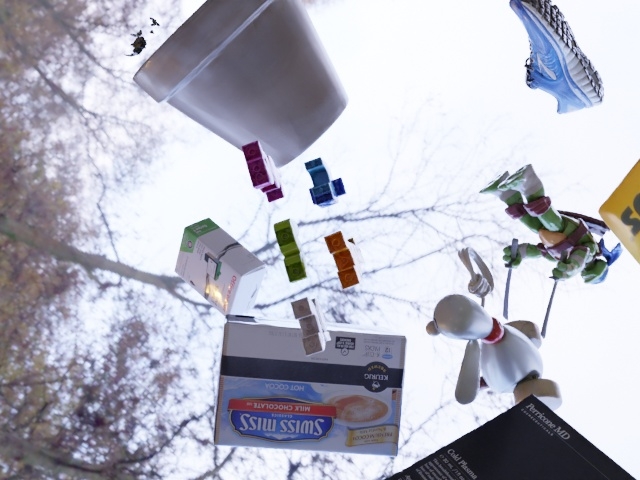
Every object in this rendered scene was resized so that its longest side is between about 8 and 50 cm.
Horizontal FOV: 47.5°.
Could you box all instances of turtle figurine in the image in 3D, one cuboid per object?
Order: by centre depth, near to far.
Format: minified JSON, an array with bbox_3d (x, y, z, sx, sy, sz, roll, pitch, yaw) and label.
[{"bbox_3d":[0.378,0.015,1.311,0.274,0.266,0.198,-35,-175,22],"label":"turtle figurine"}]

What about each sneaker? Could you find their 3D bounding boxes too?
[{"bbox_3d":[0.521,-0.424,1.691,0.147,0.330,0.130,-24,-158,37],"label":"sneaker"}]

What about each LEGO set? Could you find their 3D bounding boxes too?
[{"bbox_3d":[0.000,0.000,0.777,0.087,0.093,0.227,-19,-100,11],"label":"LEGO set"},{"bbox_3d":[-0.310,-0.352,1.279,0.083,0.023,0.054,-32,-122,14],"label":"LEGO set"}]

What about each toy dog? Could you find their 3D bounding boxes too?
[{"bbox_3d":[0.272,0.193,1.255,0.161,0.334,0.220,-31,-155,28],"label":"toy dog"}]

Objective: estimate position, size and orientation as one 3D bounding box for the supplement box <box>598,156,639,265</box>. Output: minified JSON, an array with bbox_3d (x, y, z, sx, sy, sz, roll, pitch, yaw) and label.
[{"bbox_3d":[0.446,-0.054,0.573,0.356,0.194,0.195,-18,-120,-24],"label":"supplement box"}]

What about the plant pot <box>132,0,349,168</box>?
[{"bbox_3d":[-0.110,-0.286,1.256,0.323,0.280,0.323,-39,-162,15],"label":"plant pot"}]

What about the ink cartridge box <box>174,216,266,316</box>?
[{"bbox_3d":[-0.260,0.072,1.868,0.219,0.160,0.092,38,-142,24],"label":"ink cartridge box"}]

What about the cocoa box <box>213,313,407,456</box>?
[{"bbox_3d":[-0.027,0.276,1.420,0.346,0.231,0.228,5,-93,-6],"label":"cocoa box"}]

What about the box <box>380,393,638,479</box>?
[{"bbox_3d":[0.303,0.444,1.050,0.312,0.179,0.343,-24,-147,-16],"label":"box"}]
